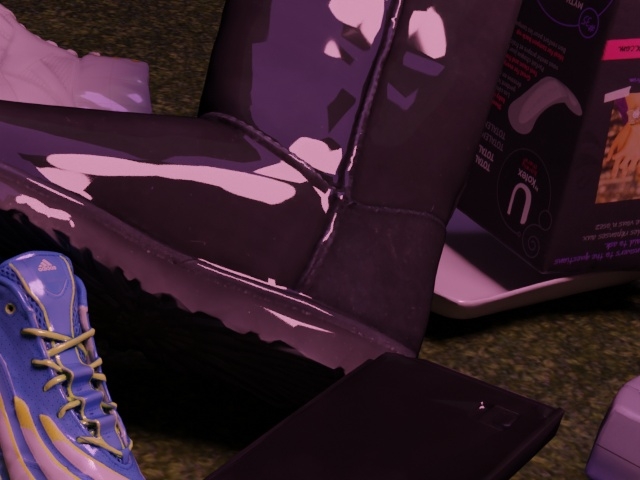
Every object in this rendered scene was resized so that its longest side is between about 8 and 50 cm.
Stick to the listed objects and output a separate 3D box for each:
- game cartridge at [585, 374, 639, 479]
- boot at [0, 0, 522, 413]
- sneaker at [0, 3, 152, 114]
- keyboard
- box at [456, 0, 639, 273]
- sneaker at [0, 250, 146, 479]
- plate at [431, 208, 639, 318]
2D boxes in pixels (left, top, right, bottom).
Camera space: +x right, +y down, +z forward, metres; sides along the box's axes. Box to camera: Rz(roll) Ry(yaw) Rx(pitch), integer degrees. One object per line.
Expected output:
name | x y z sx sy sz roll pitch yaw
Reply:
game cartridge | 0.278 0.140 0.989 0.198 0.062 0.297 23 11 30
boot | -0.050 -0.145 1.061 0.367 0.445 0.146 26 -25 -16
sneaker | -0.237 -0.133 1.396 0.169 0.108 0.292 2 34 -30
keyboard | 0.015 0.156 0.775 0.201 0.033 0.317 19 36 35
box | 0.212 -0.129 1.270 0.143 0.270 0.165 0 26 -30
sneaker | -0.150 0.081 0.869 0.091 0.126 0.240 -7 29 -41
plate | 0.100 -0.010 1.344 0.277 0.045 0.278 -10 32 -43
